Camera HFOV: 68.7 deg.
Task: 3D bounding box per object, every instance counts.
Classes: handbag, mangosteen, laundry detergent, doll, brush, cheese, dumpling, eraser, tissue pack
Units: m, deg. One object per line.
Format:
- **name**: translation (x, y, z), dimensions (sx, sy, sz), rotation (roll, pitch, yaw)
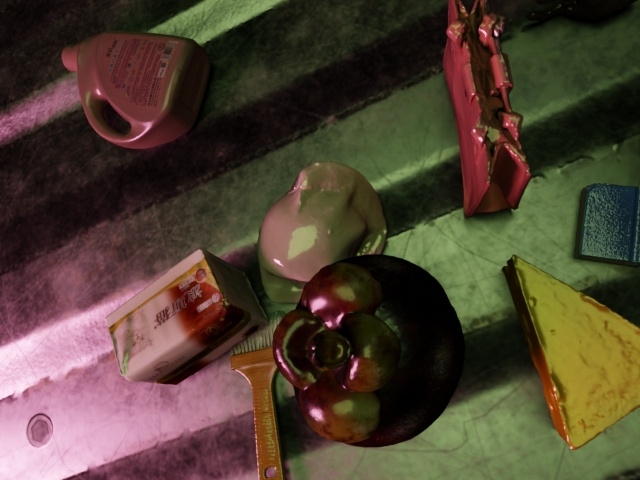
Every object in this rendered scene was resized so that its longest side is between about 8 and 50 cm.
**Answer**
- **handbag**: translation (0.174, -0.143, 0.509), dimensions (0.059, 0.157, 0.212), rotation (-9, 77, 13)
- **mangosteen**: translation (0.037, 0.107, 0.457), dimensions (0.194, 0.231, 0.194), rotation (-3, 84, 33)
- **laundry detergent**: translation (-0.293, -0.225, 0.695), dimensions (0.237, 0.076, 0.171), rotation (12, 82, 17)
- **doll**: translation (0.342, -0.329, 0.560), dimensions (0.165, 0.057, 0.139), rotation (7, 78, 11)
- **brush**: translation (-0.069, 0.201, 0.578), dimensions (0.083, 0.010, 0.218), rotation (-13, 73, 12)
- **cheese**: translation (0.242, 0.092, 0.477), dimensions (0.126, 0.093, 0.171), rotation (-37, 72, 8)
- **dumpling**: translation (0.000, -0.001, 0.568), dimensions (0.150, 0.092, 0.176), rotation (22, 77, 4)
- **eraser**: translation (0.320, -0.018, 0.513), dimensions (0.063, 0.027, 0.084), rotation (8, 81, 18)
- **tissue pack**: translation (-0.160, 0.098, 0.571), dimensions (0.149, 0.106, 0.099), rotation (-36, 60, 6)
